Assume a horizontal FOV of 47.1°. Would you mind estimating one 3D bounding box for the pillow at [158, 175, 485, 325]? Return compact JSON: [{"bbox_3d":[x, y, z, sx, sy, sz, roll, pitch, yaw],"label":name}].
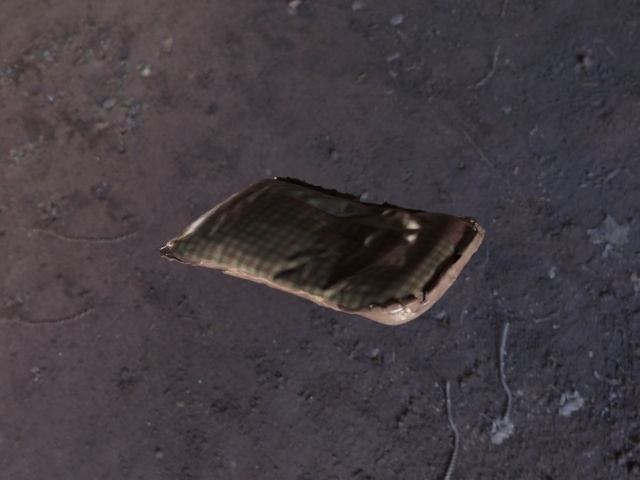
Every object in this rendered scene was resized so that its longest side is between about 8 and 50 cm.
[{"bbox_3d":[0.002,-0.001,0.517,0.211,0.034,0.135,12,33,29],"label":"pillow"}]
